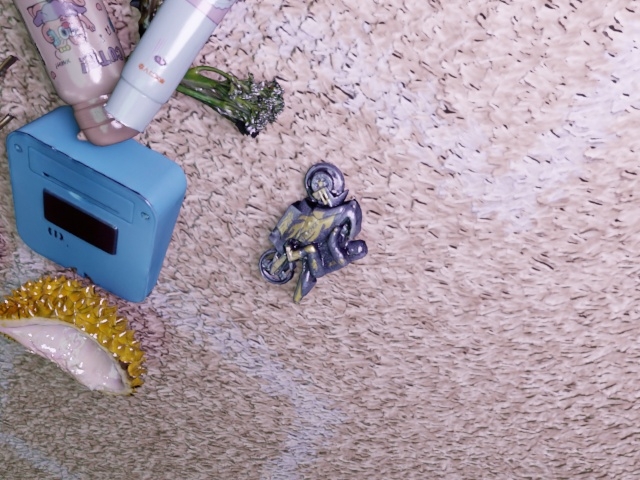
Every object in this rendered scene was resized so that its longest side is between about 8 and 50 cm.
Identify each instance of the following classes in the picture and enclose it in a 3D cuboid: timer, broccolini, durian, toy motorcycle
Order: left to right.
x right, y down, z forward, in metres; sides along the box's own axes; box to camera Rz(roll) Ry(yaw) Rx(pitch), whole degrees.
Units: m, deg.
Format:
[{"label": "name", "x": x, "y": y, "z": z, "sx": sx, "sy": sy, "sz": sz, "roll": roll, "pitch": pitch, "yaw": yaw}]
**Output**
[{"label": "durian", "x": -0.370, "y": 0.144, "z": 0.813, "sx": 0.183, "sy": 0.138, "sz": 0.249, "roll": -36, "pitch": 108, "yaw": 25}, {"label": "timer", "x": -0.333, "y": -0.042, "z": 0.767, "sx": 0.232, "sy": 0.091, "sz": 0.250, "roll": 28, "pitch": 130, "yaw": 0}, {"label": "broccolini", "x": -0.140, "y": -0.190, "z": 0.616, "sx": 0.201, "sy": 0.074, "sz": 0.058, "roll": 23, "pitch": 137, "yaw": -9}, {"label": "toy motorcycle", "x": 0.000, "y": 0.000, "z": 0.689, "sx": 0.124, "sy": 0.061, "sz": 0.193, "roll": 33, "pitch": 110, "yaw": 6}]

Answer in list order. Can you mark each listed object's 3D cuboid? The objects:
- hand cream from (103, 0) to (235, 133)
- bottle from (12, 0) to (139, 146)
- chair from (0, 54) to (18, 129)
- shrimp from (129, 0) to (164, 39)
[{"label": "hand cream", "x": -0.129, "y": -0.269, "z": 0.567, "sx": 0.085, "sy": 0.058, "sz": 0.331, "roll": 35, "pitch": 97, "yaw": -9}, {"label": "bottle", "x": -0.286, "y": -0.225, "z": 0.642, "sx": 0.110, "sy": 0.097, "sz": 0.209, "roll": -20, "pitch": 111, "yaw": -2}, {"label": "chair", "x": -0.565, "y": -0.149, "z": 0.699, "sx": 0.326, "sy": 0.170, "sz": 0.160, "roll": -32, "pitch": 147, "yaw": 20}, {"label": "shrimp", "x": -0.221, "y": -0.368, "z": 0.578, "sx": 0.222, "sy": 0.054, "sz": 0.290, "roll": 14, "pitch": 115, "yaw": 7}]
